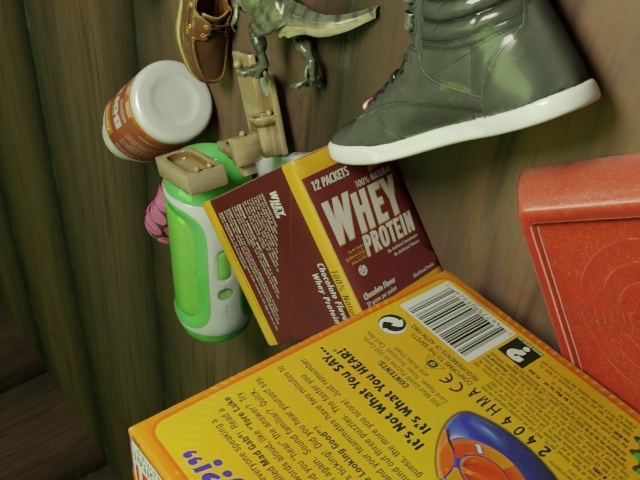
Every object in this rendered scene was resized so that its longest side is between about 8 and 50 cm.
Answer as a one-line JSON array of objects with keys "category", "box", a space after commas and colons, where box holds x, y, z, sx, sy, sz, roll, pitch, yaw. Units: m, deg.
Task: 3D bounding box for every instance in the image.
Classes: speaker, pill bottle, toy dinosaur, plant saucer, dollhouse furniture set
[{"category": "speaker", "box": [-0.157, 0.011, 1.170, 0.131, 0.131, 0.296, 42, 144, 34]}, {"category": "pill bottle", "box": [-0.256, -0.185, 1.225, 0.216, 0.121, 0.121, -12, 102, 59]}, {"category": "toy dinosaur", "box": [-0.043, -0.235, 0.914, 0.268, 0.064, 0.118, 32, 131, 39]}, {"category": "plant saucer", "box": [0.274, 0.059, 0.646, 0.258, 0.048, 0.259, -3, 111, 59]}, {"category": "dollhouse furniture set", "box": [-0.129, -0.150, 1.001, 0.144, 0.151, 0.123, 31, 136, 56]}]

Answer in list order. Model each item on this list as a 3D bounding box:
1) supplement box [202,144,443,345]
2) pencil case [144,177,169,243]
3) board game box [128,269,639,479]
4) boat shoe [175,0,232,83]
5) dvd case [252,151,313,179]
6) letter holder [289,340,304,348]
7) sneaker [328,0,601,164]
[{"category": "supplement box", "box": [0.000, 0.000, 0.923, 0.194, 0.129, 0.191, -19, 98, 52]}, {"category": "pencil case", "box": [-0.219, -0.069, 1.292, 0.095, 0.098, 0.209, 22, 154, -16]}, {"category": "board game box", "box": [0.084, 0.313, 0.718, 0.356, 0.356, 0.356, 40, 139, 37]}, {"category": "boat shoe", "box": [-0.145, -0.281, 1.033, 0.060, 0.064, 0.177, 33, 135, 43]}, {"category": "dvd case", "box": [-0.048, -0.034, 1.111, 0.253, 0.022, 0.180, 9, 119, 55]}, {"category": "letter holder", "box": [-0.061, 0.300, 1.260, 0.214, 0.152, 0.302, 59, 150, 6]}, {"category": "sneaker", "box": [0.096, -0.155, 0.716, 0.296, 0.105, 0.146, -9, 103, 53]}]
